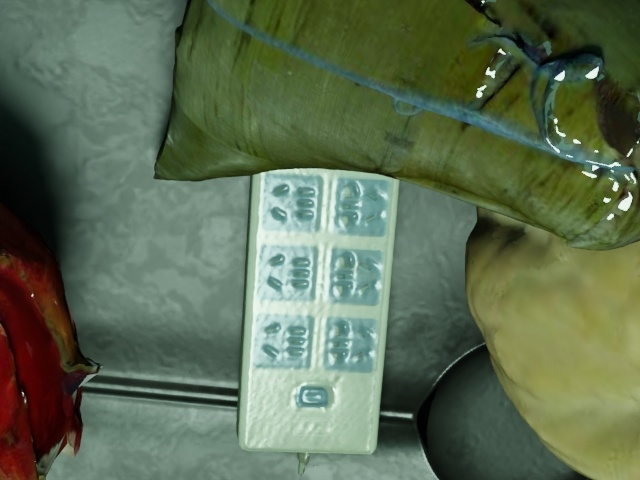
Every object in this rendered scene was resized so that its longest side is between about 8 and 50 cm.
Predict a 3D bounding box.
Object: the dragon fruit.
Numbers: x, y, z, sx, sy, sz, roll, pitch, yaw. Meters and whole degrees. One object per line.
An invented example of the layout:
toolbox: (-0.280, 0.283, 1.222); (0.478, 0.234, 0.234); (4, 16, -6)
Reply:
dragon fruit: (-0.306, 0.080, 1.150); (0.302, 0.295, 0.295); (40, 101, -8)

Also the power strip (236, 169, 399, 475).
power strip: (0.000, 0.000, 1.275); (0.106, 0.043, 0.367); (2, 108, -5)

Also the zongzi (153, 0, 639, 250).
zongzi: (0.055, -0.071, 1.063); (0.356, 0.174, 0.393); (42, 139, 19)

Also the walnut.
walnut: (0.283, 0.018, 1.149); (0.381, 0.381, 0.381); (-2, 109, -5)
